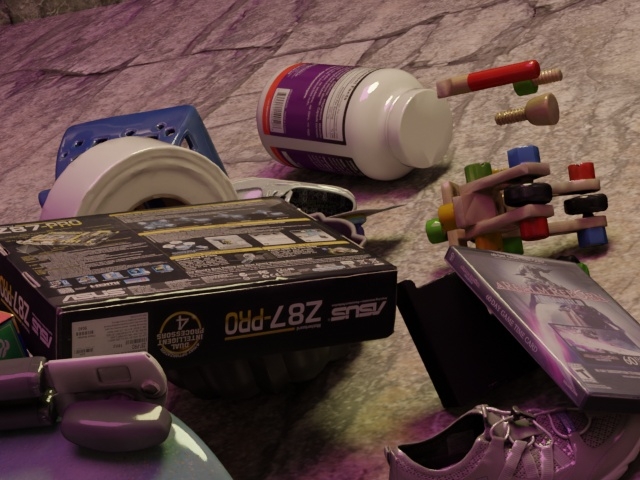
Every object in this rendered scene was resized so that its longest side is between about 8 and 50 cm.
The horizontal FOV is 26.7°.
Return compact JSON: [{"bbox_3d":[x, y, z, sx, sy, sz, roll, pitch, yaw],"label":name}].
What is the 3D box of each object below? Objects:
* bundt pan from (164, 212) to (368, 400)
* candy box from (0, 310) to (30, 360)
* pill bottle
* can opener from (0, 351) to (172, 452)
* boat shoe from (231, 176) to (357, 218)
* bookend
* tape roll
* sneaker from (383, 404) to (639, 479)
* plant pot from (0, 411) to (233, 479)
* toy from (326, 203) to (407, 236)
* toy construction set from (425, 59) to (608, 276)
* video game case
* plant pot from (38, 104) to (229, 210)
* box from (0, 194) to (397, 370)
[{"bbox_3d":[-0.083,0.097,1.769,0.331,0.124,0.331,-13,26,7],"label":"bundt pan"},{"bbox_3d":[-0.401,0.219,1.500,0.268,0.317,0.122,11,37,45],"label":"candy box"},{"bbox_3d":[0.057,-0.195,2.209,0.323,0.181,0.181,12,38,46],"label":"pill bottle"},{"bbox_3d":[-0.280,0.153,1.280,0.280,0.074,0.093,-3,33,8],"label":"can opener"},{"bbox_3d":[-0.055,-0.058,2.049,0.228,0.079,0.081,0,0,-8],"label":"boat shoe"},{"bbox_3d":[0.185,0.090,1.554,0.156,0.157,0.072,-25,-3,-13],"label":"bookend"},{"bbox_3d":[-0.247,0.000,1.893,0.286,0.286,0.100,-31,28,-27],"label":"tape roll"},{"bbox_3d":[0.197,0.212,1.361,0.281,0.115,0.105,-21,25,-8],"label":"sneaker"},{"bbox_3d":[-0.202,0.302,1.307,0.252,0.247,0.248,7,34,33],"label":"plant pot"},{"bbox_3d":[0.000,0.000,1.975,0.237,0.056,0.137,-13,-2,33],"label":"toy"},{"bbox_3d":[0.214,-0.070,1.743,0.237,0.308,0.257,-8,18,31],"label":"toy construction set"},{"bbox_3d":[0.277,0.095,1.454,0.196,0.026,0.274,8,29,-34],"label":"video game case"},{"bbox_3d":[-0.282,-0.048,2.084,0.236,0.236,0.212,-8,33,20],"label":"plant pot"},{"bbox_3d":[-0.159,0.043,1.536,0.395,0.097,0.318,-7,21,-28],"label":"box"}]
